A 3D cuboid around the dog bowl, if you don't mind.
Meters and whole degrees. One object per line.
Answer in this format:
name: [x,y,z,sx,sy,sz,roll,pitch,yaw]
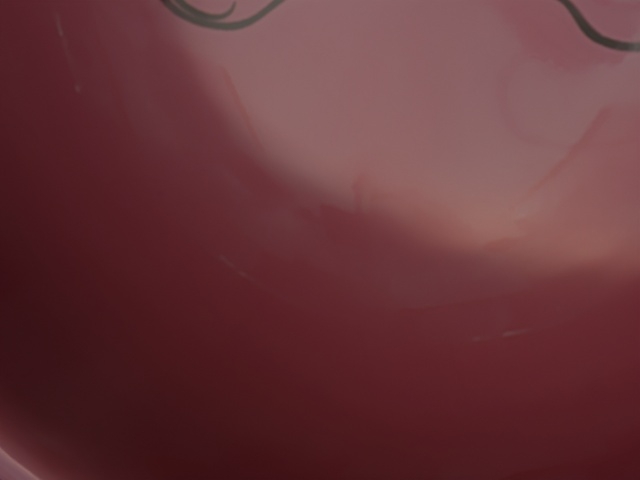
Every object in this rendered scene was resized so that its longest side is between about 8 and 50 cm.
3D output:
dog bowl: [0.022,-0.083,0.367,0.408,0.408,0.150,42,-155,4]
